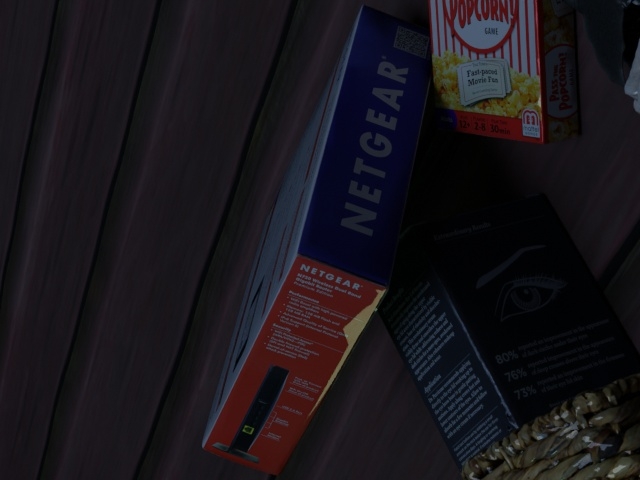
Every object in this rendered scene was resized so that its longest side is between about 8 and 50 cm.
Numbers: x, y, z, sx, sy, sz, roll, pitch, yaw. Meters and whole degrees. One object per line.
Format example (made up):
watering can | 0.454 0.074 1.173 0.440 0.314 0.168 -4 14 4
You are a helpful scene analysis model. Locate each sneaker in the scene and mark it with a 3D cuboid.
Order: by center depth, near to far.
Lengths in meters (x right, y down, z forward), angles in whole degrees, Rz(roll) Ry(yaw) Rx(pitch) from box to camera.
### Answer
sneaker | 0.236 -0.210 1.101 0.089 0.051 0.170 49 144 37

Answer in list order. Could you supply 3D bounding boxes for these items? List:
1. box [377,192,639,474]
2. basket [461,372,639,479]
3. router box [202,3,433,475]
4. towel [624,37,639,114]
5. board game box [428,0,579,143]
box | 0.159 0.080 1.234 0.207 0.153 0.108 64 147 22
basket | 0.270 0.199 0.963 0.213 0.299 0.223 -46 63 54
router box | 0.000 0.000 1.334 0.301 0.082 0.335 117 171 -47
towel | 0.318 -0.135 0.839 0.282 0.049 0.187 17 93 43
board game box | 0.155 -0.188 1.237 0.146 0.045 0.194 14 113 55
